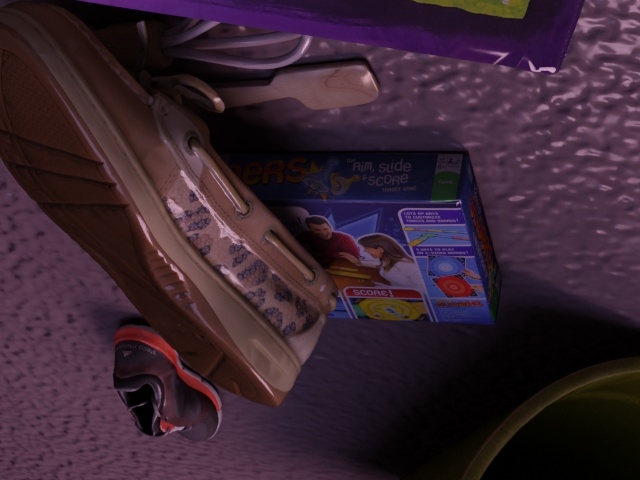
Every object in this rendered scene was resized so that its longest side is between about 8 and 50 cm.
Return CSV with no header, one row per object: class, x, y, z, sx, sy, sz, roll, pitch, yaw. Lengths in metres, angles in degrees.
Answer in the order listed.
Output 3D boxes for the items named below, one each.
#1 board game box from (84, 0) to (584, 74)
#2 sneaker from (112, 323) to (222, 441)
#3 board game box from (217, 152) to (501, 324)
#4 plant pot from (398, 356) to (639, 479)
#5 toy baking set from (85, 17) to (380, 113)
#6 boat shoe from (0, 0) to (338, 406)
board game box,-0.010,-0.190,0.271,0.208,0.056,0.347,6,139,-4
sneaker,-0.125,0.126,1.039,0.061,0.065,0.158,-1,146,21
board game box,0.000,0.000,0.819,0.201,0.035,0.136,2,147,17
plant pot,0.151,0.291,0.977,0.366,0.366,0.353,24,158,-18
toy baking set,-0.106,-0.106,0.691,0.256,0.030,0.197,31,144,-27
boat shoe,-0.082,-0.026,0.714,0.104,0.089,0.285,18,151,40
